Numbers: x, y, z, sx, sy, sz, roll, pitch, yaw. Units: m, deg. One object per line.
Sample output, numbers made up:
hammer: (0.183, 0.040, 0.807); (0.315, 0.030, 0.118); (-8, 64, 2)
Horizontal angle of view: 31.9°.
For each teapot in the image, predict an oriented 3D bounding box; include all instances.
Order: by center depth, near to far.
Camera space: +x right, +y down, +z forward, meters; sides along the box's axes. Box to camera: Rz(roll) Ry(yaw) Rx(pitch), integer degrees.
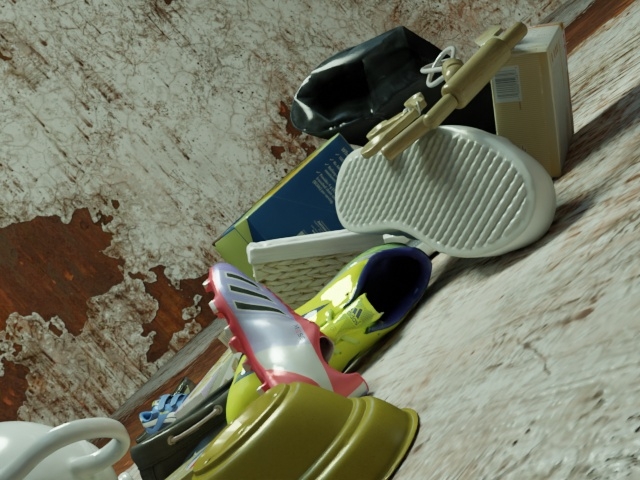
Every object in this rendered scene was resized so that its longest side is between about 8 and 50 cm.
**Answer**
teapot: (-0.285, 0.292, 1.196); (0.187, 0.252, 0.256); (-19, 13, -24)

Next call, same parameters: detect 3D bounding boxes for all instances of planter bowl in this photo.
planter bowl: (-0.034, 0.175, 0.868); (0.217, 0.090, 0.217); (-41, 5, 4)

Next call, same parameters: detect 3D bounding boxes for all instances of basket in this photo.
basket: (-0.002, 0.044, 1.388); (0.167, 0.103, 0.113); (-9, 3, -3)

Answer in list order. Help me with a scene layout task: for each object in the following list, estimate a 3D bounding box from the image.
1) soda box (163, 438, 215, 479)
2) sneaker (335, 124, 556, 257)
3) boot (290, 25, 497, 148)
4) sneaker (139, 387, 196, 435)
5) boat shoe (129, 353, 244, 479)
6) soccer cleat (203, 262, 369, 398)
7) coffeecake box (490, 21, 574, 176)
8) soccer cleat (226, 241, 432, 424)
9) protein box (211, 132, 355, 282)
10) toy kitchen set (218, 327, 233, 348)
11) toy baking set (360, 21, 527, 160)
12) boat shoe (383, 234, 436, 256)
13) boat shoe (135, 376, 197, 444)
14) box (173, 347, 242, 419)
soda box: (-0.119, 0.250, 1.111); (0.181, 0.058, 0.061); (-40, 5, 19)
sneaker: (0.159, -0.055, 1.206); (0.150, 0.135, 0.366); (0, 7, -26)
boot: (0.089, -0.159, 1.764); (0.367, 0.146, 0.445); (-40, -16, 21)
sneaker: (-0.258, 0.292, 1.945); (0.144, 0.059, 0.053); (-39, 3, 22)
boat shoe: (-0.090, 0.176, 1.324); (0.335, 0.095, 0.112); (-46, 5, -39)
soccer cleat: (-0.041, 0.098, 1.130); (0.095, 0.083, 0.248); (-27, 42, -8)
coffeecake box: (0.249, -0.165, 1.302); (0.068, 0.142, 0.185); (-4, 19, 19)
soccer cleat: (0.010, 0.102, 1.199); (0.289, 0.093, 0.121); (-44, 7, -24)
protein box: (0.000, 0.000, 1.573); (0.201, 0.200, 0.136); (-45, 7, -30)
toy kitchen set: (-0.116, 0.160, 1.867); (0.083, 0.075, 0.068); (-46, 5, 6)
toy baking set: (0.131, -0.172, 1.194); (0.256, 0.030, 0.197); (-45, 15, -19)
boat shoe: (0.119, 0.000, 1.454); (0.184, 0.066, 0.063); (-42, -11, 34)
boat shoe: (-0.285, 0.313, 2.049); (0.152, 0.049, 0.056); (-44, 5, -15)
box: (-0.115, 0.187, 1.665); (0.067, 0.063, 0.324); (-39, 5, 28)
